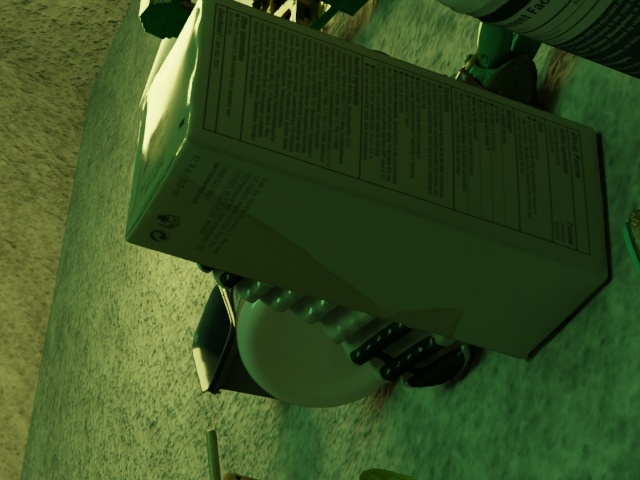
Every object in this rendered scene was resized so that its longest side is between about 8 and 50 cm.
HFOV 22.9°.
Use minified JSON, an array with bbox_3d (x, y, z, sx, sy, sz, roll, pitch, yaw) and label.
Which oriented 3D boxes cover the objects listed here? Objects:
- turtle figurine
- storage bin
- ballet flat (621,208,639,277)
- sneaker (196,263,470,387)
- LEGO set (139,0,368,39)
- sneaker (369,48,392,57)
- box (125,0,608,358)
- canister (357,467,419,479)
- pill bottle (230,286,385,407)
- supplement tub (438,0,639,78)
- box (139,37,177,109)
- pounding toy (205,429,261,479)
[{"bbox_3d":[0.124,-0.130,1.263,0.175,0.118,0.234,-18,-41,-61],"label":"turtle figurine"},{"bbox_3d":[-0.078,0.120,1.677,0.135,0.091,0.098,-116,46,-68],"label":"storage bin"},{"bbox_3d":[0.222,0.043,0.883,0.067,0.073,0.206,-34,36,21],"label":"ballet flat"},{"bbox_3d":[0.000,0.000,1.232,0.110,0.292,0.118,-30,34,43],"label":"sneaker"},{"bbox_3d":[-0.055,-0.353,1.818,0.331,0.255,0.192,-50,31,48],"label":"LEGO set"},{"bbox_3d":[0.030,-0.113,1.402,0.341,0.125,0.139,-61,-8,-61],"label":"sneaker"},{"bbox_3d":[0.035,-0.040,1.100,0.121,0.311,0.148,127,155,-46],"label":"box"},{"bbox_3d":[0.035,0.277,1.196,0.126,0.073,0.169,-107,36,-62],"label":"canister"},{"bbox_3d":[-0.010,0.022,1.455,0.264,0.153,0.153,-103,34,-60],"label":"pill bottle"},{"bbox_3d":[0.170,-0.198,0.902,0.191,0.272,0.191,-162,90,-73],"label":"supplement tub"},{"bbox_3d":[-0.123,-0.210,1.994,0.038,0.186,0.145,35,109,45],"label":"box"},{"bbox_3d":[-0.083,0.282,1.512,0.130,0.100,0.141,-103,35,-59],"label":"pounding toy"}]
